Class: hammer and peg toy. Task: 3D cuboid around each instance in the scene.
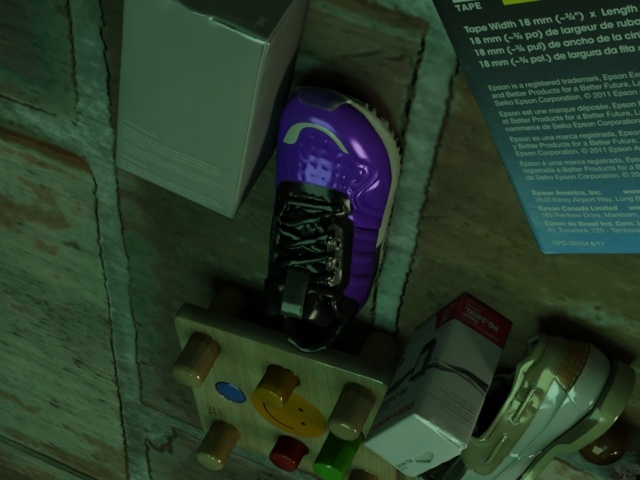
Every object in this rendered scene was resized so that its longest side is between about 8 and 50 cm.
[{"bbox_3d":[-0.037,0.220,1.383,0.266,0.127,0.361,17,143,17],"label":"hammer and peg toy"}]

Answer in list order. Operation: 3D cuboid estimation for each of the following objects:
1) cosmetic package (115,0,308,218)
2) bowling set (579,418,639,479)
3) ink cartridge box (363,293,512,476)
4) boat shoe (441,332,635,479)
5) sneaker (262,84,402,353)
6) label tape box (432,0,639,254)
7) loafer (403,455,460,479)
[{"bbox_3d":[-0.094,-0.139,0.997,0.127,0.107,0.238,26,142,4],"label":"cosmetic package"},{"bbox_3d":[0.309,0.286,1.227,0.154,0.287,0.199,-48,58,47],"label":"bowling set"},{"bbox_3d":[0.115,0.142,1.161,0.063,0.150,0.109,34,145,-8],"label":"ink cartridge box"},{"bbox_3d":[0.192,0.187,1.211,0.103,0.113,0.302,32,134,-3],"label":"boat shoe"},{"bbox_3d":[0.001,0.000,1.065,0.102,0.146,0.293,16,144,17],"label":"sneaker"},{"bbox_3d":[0.217,-0.140,0.776,0.241,0.106,0.333,-1,135,34],"label":"label tape box"},{"bbox_3d":[0.193,0.319,1.379,0.268,0.102,0.092,50,165,-4],"label":"loafer"}]
